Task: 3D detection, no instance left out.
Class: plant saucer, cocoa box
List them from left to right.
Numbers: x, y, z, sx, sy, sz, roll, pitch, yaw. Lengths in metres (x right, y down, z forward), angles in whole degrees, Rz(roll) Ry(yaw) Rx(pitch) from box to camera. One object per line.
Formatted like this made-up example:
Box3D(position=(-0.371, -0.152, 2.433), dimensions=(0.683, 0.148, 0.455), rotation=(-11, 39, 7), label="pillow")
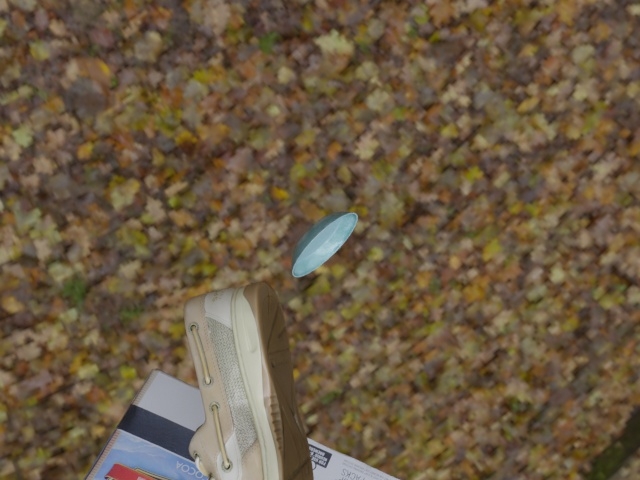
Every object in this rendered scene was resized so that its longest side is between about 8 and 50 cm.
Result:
Box3D(position=(-0.109, 0.361, 1.336), dimensions=(0.231, 0.347, 0.228), rotation=(107, 9, -50), label="cocoa box")
Box3D(position=(0.000, 0.000, 1.507), dimensions=(0.119, 0.021, 0.119), rotation=(-40, 162, -15), label="plant saucer")

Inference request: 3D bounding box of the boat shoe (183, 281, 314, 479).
Box3D(position=(-0.074, 0.196, 1.096), dimensions=(0.098, 0.302, 0.109), rotation=(-11, 173, 15), label="boat shoe")
